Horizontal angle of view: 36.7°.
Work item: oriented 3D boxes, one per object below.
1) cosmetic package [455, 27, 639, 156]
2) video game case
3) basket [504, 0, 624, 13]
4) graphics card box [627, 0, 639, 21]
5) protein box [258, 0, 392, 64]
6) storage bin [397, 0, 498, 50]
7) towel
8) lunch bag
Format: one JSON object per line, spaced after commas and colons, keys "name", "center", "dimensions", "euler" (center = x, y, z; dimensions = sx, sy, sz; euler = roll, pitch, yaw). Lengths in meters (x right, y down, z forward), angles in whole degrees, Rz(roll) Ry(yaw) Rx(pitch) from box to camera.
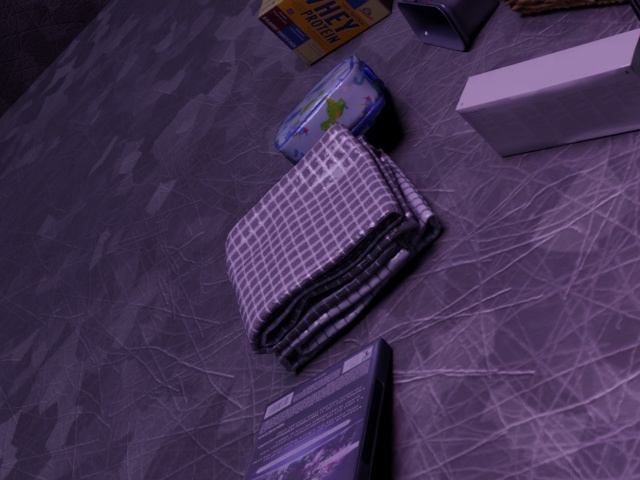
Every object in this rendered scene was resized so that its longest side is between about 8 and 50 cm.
{"name": "cosmetic package", "center": [0.280, -0.165, 1.104], "dimensions": [0.239, 0.099, 0.060], "euler": [-7, 53, 49]}
{"name": "video game case", "center": [-0.015, 0.241, 1.080], "dimensions": [0.196, 0.026, 0.274], "euler": [-34, 21, 27]}
{"name": "basket", "center": [0.333, -0.442, 1.210], "dimensions": [0.299, 0.213, 0.223], "euler": [12, 69, 57]}
{"name": "graphics card box", "center": [0.430, -0.333, 0.885], "dimensions": [0.371, 0.094, 0.232], "euler": [119, 146, -44]}
{"name": "protein box", "center": [0.019, -0.464, 1.730], "dimensions": [0.200, 0.136, 0.201], "euler": [-26, 39, 36]}
{"name": "storage bin", "center": [0.191, -0.354, 1.437], "dimensions": [0.091, 0.098, 0.135], "euler": [-45, 30, -8]}
{"name": "towel", "center": [0.000, 0.000, 1.285], "dimensions": [0.284, 0.121, 0.235], "euler": [-44, 32, 13]}
{"name": "lunch bag", "center": [0.019, -0.190, 1.442], "dimensions": [0.176, 0.090, 0.219], "euler": [-45, 12, 13]}
